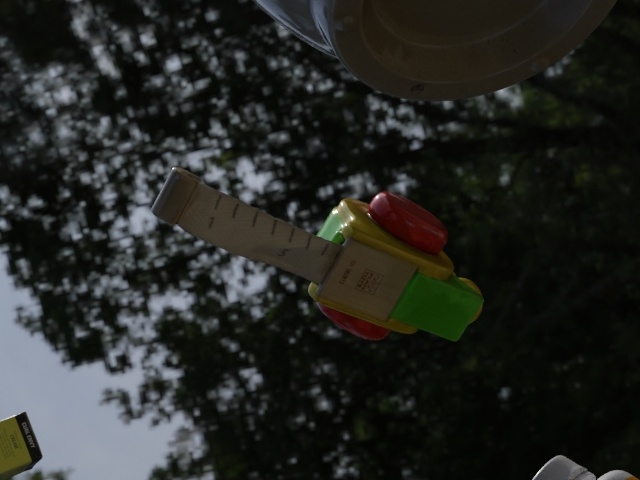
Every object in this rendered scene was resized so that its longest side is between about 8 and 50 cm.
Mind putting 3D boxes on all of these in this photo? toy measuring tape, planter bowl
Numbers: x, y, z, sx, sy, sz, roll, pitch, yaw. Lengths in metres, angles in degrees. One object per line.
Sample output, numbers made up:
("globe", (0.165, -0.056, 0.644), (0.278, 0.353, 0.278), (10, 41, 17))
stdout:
("toy measuring tape", (0.000, 0.000, 1.000), (0.330, 0.121, 0.121), (22, -125, -35))
("planter bowl", (0.036, -0.114, 0.411), (0.162, 0.162, 0.109), (43, -154, -52))

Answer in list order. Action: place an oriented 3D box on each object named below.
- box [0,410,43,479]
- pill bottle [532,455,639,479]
("box", (-0.419, 0.255, 1.368), (0.232, 0.087, 0.058), (-20, -100, -25))
("pill bottle", (0.256, 0.260, 1.000), (0.117, 0.215, 0.117), (-39, -34, -32))
